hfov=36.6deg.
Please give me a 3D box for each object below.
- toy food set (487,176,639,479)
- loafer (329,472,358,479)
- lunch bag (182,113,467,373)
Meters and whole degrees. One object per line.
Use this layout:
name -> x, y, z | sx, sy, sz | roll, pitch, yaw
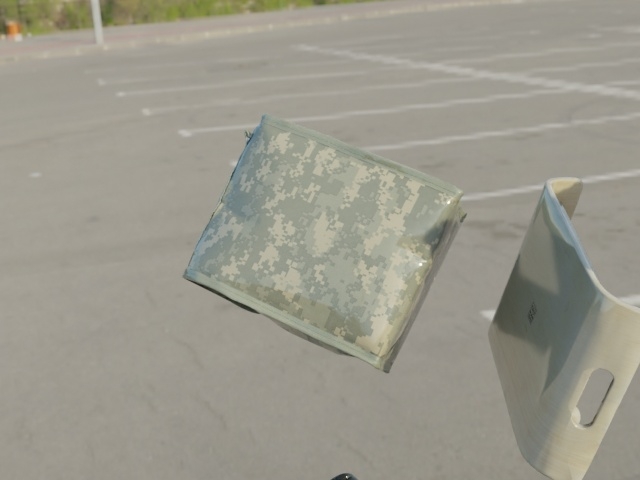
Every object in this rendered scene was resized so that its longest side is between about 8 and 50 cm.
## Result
toy food set -> 0.282, 0.089, 1.092 | 0.092, 0.220, 0.306 | 12, 28, -8
loafer -> -0.023, 0.486, 1.695 | 0.223, 0.078, 0.076 | -28, 51, -5
lunch bag -> 0.000, 0.000, 1.189 | 0.287, 0.235, 0.169 | 25, -5, 13
